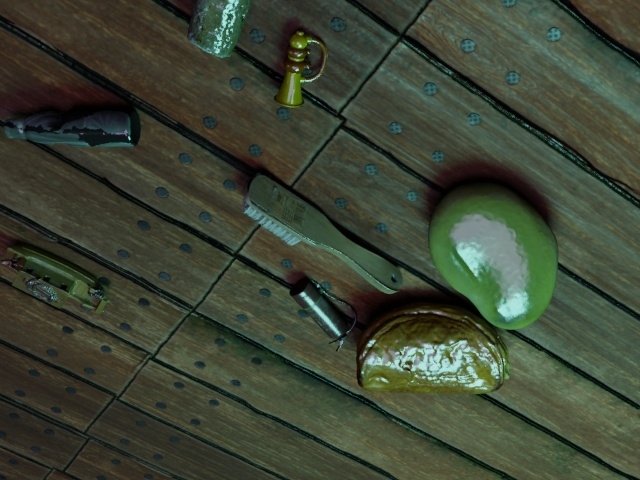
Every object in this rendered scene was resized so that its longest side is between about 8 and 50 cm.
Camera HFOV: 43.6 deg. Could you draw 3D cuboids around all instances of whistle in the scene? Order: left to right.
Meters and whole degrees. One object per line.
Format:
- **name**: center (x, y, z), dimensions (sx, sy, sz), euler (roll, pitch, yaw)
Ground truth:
- **whistle**: center (-0.027, -0.245, 1.149), dimensions (0.057, 0.046, 0.109), euler (23, 123, 7)

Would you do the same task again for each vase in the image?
- **vase**: center (-0.388, -0.174, 1.235), dimensions (0.211, 0.060, 0.060), euler (0, 129, 5)

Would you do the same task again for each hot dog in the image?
- **hot dog**: center (0.199, 0.205, 1.433), dimensions (0.272, 0.122, 0.196), euler (-3, 130, 4)

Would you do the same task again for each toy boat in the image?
- **toy boat**: center (-0.476, 0.074, 1.433), dimensions (0.200, 0.077, 0.057), euler (28, 125, -15)

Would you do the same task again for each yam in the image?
- **yam**: center (-0.129, -0.330, 1.072), dimensions (0.078, 0.078, 0.179), euler (20, 129, -9)

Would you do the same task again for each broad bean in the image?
- **broad bean**: center (0.282, 0.025, 1.279), dimensions (0.189, 0.121, 0.263), euler (-28, 119, 21)

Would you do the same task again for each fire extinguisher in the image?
- **fire extinguisher**: center (0.013, 0.129, 1.444), dimensions (0.078, 0.045, 0.157), euler (-38, 117, 6)

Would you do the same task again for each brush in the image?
- **brush**: center (0.000, 0.000, 1.333), dimensions (0.327, 0.070, 0.065), euler (33, 143, -20)
